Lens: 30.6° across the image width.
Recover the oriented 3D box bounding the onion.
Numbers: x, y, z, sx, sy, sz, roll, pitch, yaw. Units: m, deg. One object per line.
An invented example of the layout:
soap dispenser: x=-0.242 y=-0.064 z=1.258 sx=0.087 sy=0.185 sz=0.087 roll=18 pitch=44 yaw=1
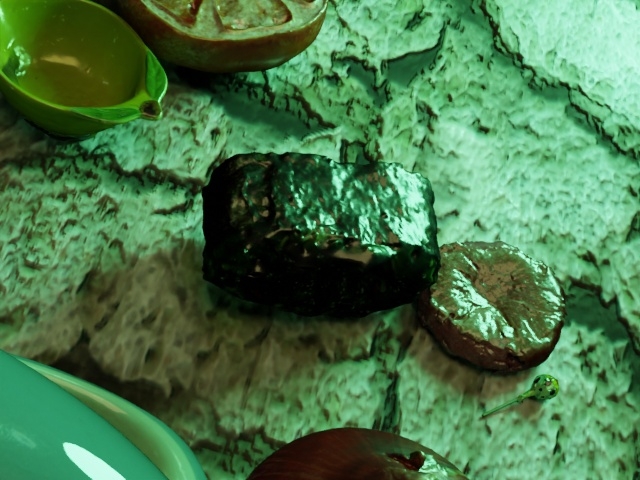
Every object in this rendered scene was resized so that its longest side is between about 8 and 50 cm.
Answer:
onion: x=0.036 y=0.254 z=0.906 sx=0.248 sy=0.161 sz=0.248 roll=-4 pitch=55 yaw=6

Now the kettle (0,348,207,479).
kettle: x=-0.223 y=0.186 z=0.837 sx=0.342 sy=0.247 sz=0.319 roll=26 pitch=28 yaw=-8

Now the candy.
candy: x=0.187 y=0.149 z=1.095 sx=0.083 sy=0.023 sz=0.025 roll=-23 pitch=82 yaw=-21

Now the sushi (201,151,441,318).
sushi: x=0.000 y=0.000 z=1.072 sx=0.225 sy=0.124 sz=0.127 roll=6 pitch=56 yaw=-20

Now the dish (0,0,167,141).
dish: x=-0.240 y=-0.154 z=1.128 sx=0.207 sy=0.080 sz=0.149 roll=38 pitch=51 yaw=11

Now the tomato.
tomato: x=-0.102 y=-0.260 z=1.231 sx=0.236 sy=0.095 sz=0.237 roll=6 pitch=56 yaw=-8

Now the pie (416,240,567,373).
pie: x=0.166 y=0.060 z=1.133 sx=0.153 sy=0.038 sz=0.153 roll=7 pitch=56 yaw=-10
